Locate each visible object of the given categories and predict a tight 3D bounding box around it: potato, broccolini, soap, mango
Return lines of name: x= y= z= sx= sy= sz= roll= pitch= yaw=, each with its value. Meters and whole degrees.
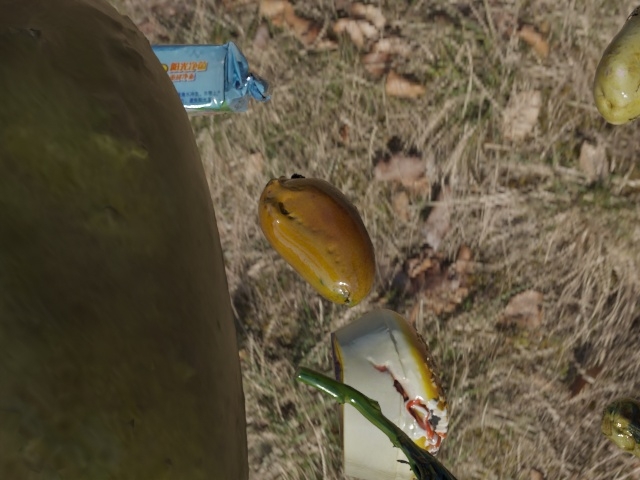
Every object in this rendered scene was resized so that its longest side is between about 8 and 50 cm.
potato: x=0.378 y=-0.212 z=1.289 sx=0.080 sy=0.107 sz=0.170 roll=23 pitch=59 yaw=37
broccolini: x=0.065 y=0.229 z=1.162 sx=0.271 sy=0.123 sz=0.062 roll=38 pitch=102 yaw=15
potato: x=-0.163 y=0.033 z=0.421 sx=0.270 sy=0.219 sz=0.359 roll=-1 pitch=54 yaw=-29
soap: x=-0.202 y=-0.178 z=1.252 sx=0.293 sy=0.156 sz=0.077 roll=-3 pitch=93 yaw=1
mango: x=0.000 y=0.000 z=0.882 sx=0.077 sy=0.063 sz=0.127 roll=-27 pitch=69 yaw=-26

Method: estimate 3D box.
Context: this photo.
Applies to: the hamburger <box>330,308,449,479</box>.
hamburger: x=0.091 y=0.218 z=1.510 sx=0.152 sy=0.295 sz=0.227 roll=-9 pitch=70 yaw=0

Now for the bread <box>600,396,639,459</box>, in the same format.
bread: x=0.410 y=0.244 z=1.399 sx=0.110 sy=0.060 sz=0.066 roll=33 pitch=93 yaw=20
